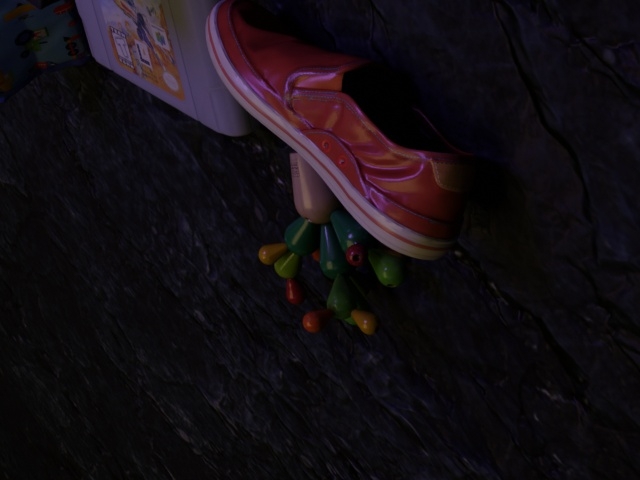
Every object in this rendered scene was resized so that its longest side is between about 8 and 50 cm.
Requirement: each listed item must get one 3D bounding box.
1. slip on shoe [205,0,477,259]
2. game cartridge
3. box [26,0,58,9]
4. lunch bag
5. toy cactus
[{"bbox_3d":[0.018,-0.119,1.282,0.331,0.123,0.101,47,121,34],"label":"slip on shoe"},{"bbox_3d":[-0.174,-0.241,1.544,0.297,0.062,0.198,32,148,45],"label":"game cartridge"},{"bbox_3d":[-0.243,-0.373,1.333,0.165,0.143,0.270,37,137,20],"label":"box"},{"bbox_3d":[-0.404,-0.349,1.753,0.293,0.138,0.221,58,167,25],"label":"lunch bag"},{"bbox_3d":[0.000,0.000,1.453,0.219,0.112,0.180,10,117,69],"label":"toy cactus"}]
